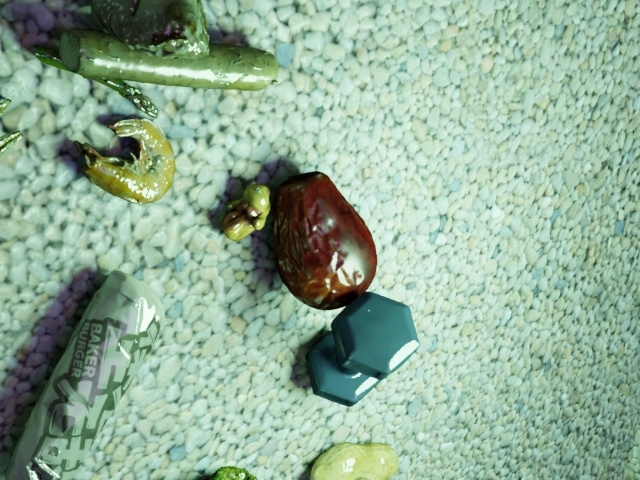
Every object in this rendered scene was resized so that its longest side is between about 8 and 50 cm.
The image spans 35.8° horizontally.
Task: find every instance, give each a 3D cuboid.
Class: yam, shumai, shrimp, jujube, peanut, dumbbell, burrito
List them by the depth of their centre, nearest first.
[{"bbox_3d":[-0.219,-0.350,1.416,0.184,0.184,0.142,-6,129,-39],"label":"shumai"},{"bbox_3d":[-0.222,-0.274,1.516,0.372,0.083,0.083,-2,111,-42],"label":"yam"},{"bbox_3d":[-0.303,-0.129,1.550,0.187,0.052,0.132,18,78,-50],"label":"shrimp"},{"bbox_3d":[-0.391,0.260,1.610,0.139,0.101,0.445,32,86,-50],"label":"burrito"},{"bbox_3d":[0.000,0.000,1.794,0.190,0.190,0.255,-31,110,-27],"label":"jujube"},{"bbox_3d":[0.072,0.208,1.852,0.156,0.143,0.316,-39,171,-23],"label":"dumbbell"},{"bbox_3d":[0.075,0.485,2.126,0.229,0.098,0.103,8,78,-40],"label":"peanut"}]

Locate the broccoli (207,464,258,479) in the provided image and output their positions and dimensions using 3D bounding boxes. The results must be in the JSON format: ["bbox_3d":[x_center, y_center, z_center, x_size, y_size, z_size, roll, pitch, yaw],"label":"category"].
[{"bbox_3d":[-0.168,0.590,1.837,0.321,0.283,0.303,1,99,-60],"label":"broccoli"}]

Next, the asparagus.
[{"bbox_3d":[-0.329,-0.240,1.479,0.236,0.027,0.034,24,91,-44],"label":"asparagus"}]

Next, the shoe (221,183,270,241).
[{"bbox_3d":[-0.126,-0.046,1.714,0.109,0.072,0.069,-35,164,5],"label":"shoe"}]

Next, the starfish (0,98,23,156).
[{"bbox_3d":[-0.513,-0.132,1.355,0.223,0.050,0.216,-35,124,-39],"label":"starfish"}]
